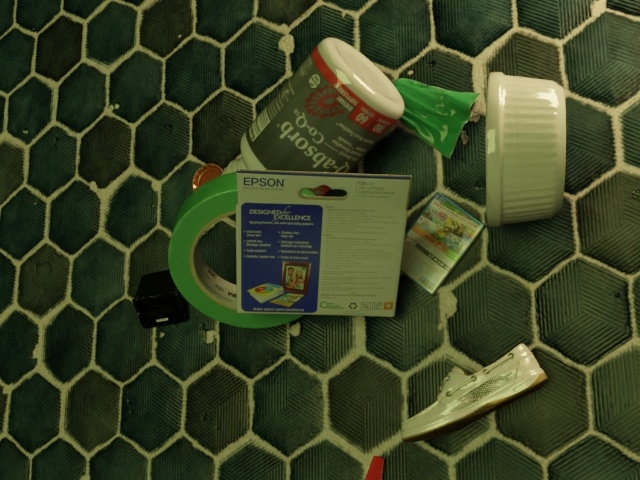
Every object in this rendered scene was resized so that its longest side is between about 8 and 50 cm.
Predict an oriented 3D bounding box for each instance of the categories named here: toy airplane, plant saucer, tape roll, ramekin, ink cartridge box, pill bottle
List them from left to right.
[{"bbox_3d":[-0.248,-0.130,1.814,0.083,0.013,0.084,-6,77,25],"label":"plant saucer"},{"bbox_3d":[-0.128,0.022,1.565,0.321,0.321,0.077,-29,28,17],"label":"tape roll"},{"bbox_3d":[-0.025,-0.198,1.597,0.363,0.210,0.210,-47,63,23],"label":"pill bottle"},{"bbox_3d":[0.000,0.000,1.472,0.303,0.072,0.307,2,120,-2],"label":"ink cartridge box"},{"bbox_3d":[0.111,0.481,1.498,0.151,0.028,0.151,-6,75,24],"label":"toy airplane"},{"bbox_3d":[0.353,-0.157,1.404,0.127,0.273,0.273,0,78,13],"label":"ramekin"}]

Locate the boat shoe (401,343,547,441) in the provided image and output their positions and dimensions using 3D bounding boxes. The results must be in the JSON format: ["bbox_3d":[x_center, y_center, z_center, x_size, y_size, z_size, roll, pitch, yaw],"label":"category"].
[{"bbox_3d":[0.258,0.270,1.443,0.277,0.098,0.096,-28,68,8],"label":"boat shoe"}]

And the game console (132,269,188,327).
[{"bbox_3d":[-0.347,0.127,1.805,0.122,0.071,0.107,-12,104,23],"label":"game console"}]

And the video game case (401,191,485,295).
[{"bbox_3d":[0.221,0.005,1.561,0.119,0.015,0.166,39,97,28],"label":"video game case"}]

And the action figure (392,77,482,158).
[{"bbox_3d":[0.199,-0.261,1.604,0.232,0.063,0.137,31,94,34],"label":"action figure"}]
